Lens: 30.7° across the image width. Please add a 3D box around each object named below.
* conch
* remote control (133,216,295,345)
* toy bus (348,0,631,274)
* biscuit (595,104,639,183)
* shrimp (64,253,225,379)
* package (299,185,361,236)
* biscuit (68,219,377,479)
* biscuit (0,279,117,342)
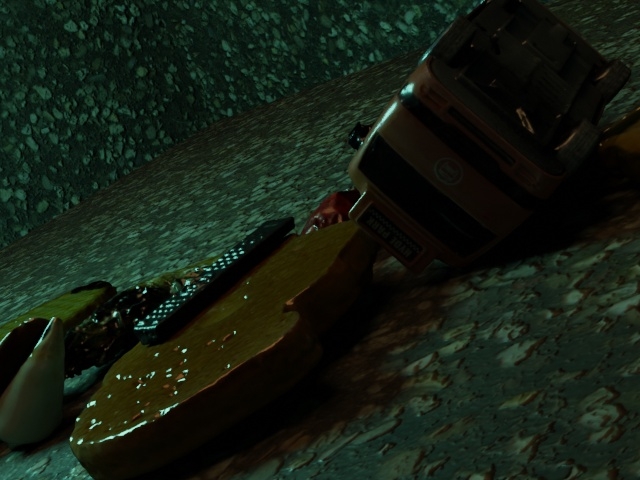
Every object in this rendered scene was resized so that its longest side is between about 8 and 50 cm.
[{"bbox_3d":[-0.359,0.174,1.413,0.104,0.176,0.094,30,33,27],"label":"conch"},{"bbox_3d":[-0.123,0.043,1.397,0.245,0.025,0.063,-40,15,-33],"label":"remote control"},{"bbox_3d":[0.192,-0.142,1.343,0.233,0.203,0.427,-50,-1,32],"label":"toy bus"},{"bbox_3d":[0.445,-0.145,1.196,0.335,0.078,0.329,-20,17,31],"label":"biscuit"},{"bbox_3d":[-0.215,0.097,1.615,0.233,0.071,0.365,-10,15,38],"label":"shrimp"},{"bbox_3d":[0.000,0.000,1.543,0.194,0.071,0.269,-33,10,41],"label":"package"},{"bbox_3d":[-0.104,0.111,1.274,0.350,0.078,0.455,-23,15,26],"label":"biscuit"},{"bbox_3d":[-0.485,0.159,1.966,0.318,0.040,0.318,-26,11,6],"label":"biscuit"}]
